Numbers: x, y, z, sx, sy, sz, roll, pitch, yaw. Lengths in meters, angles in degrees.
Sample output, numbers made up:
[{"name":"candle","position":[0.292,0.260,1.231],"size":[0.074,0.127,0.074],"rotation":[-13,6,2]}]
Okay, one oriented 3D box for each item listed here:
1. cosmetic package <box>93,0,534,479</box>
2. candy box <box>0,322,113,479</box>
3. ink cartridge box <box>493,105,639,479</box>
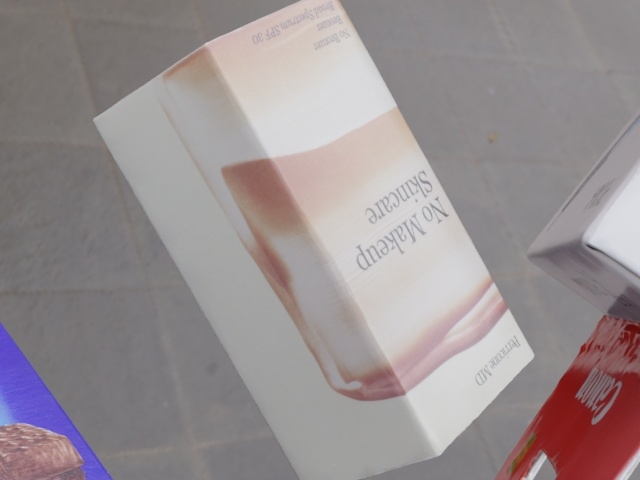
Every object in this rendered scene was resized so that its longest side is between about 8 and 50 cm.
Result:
[{"name":"cosmetic package","position":[0.000,0.000,0.882],"size":[0.153,0.129,0.296],"rotation":[-37,99,-48]},{"name":"candy box","position":[-0.288,0.167,0.807],"size":[0.268,0.122,0.317],"rotation":[-13,39,-35]},{"name":"ink cartridge box","position":[0.128,0.018,0.571],"size":[0.066,0.261,0.296],"rotation":[37,2,6]}]
